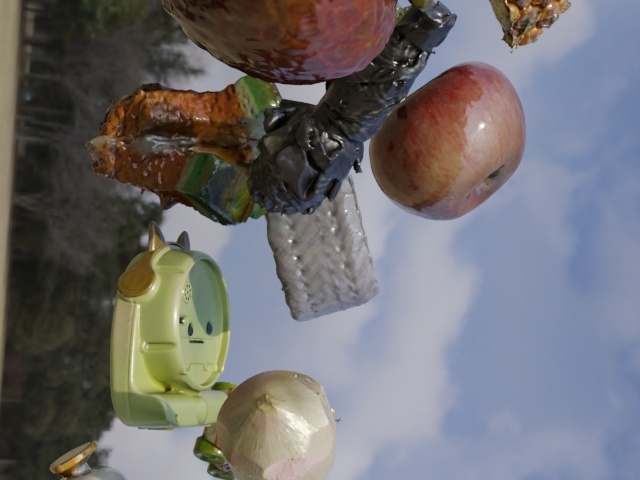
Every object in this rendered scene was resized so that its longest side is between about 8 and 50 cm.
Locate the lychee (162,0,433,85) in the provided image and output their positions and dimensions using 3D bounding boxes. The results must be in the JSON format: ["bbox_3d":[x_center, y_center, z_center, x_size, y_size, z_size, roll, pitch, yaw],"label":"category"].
[{"bbox_3d":[-0.012,-0.277,1.005,0.255,0.300,0.255,172,-90,-86],"label":"lychee"}]

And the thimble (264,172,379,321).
[{"bbox_3d":[0.000,0.000,1.707,0.217,0.157,0.245,9,66,-89],"label":"thimble"}]

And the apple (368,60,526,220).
[{"bbox_3d":[0.272,-0.195,2.126,0.269,0.345,0.345,56,-24,1],"label":"apple"}]

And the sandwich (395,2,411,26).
[{"bbox_3d":[0.092,-0.368,1.702,0.088,0.244,0.090,-26,-155,46],"label":"sandwich"}]

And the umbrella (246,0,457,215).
[{"bbox_3d":[0.020,-0.161,1.235,0.128,0.154,0.336,55,-44,19],"label":"umbrella"}]

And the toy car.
[{"bbox_3d":[-0.114,0.383,1.996,0.235,0.235,0.145,129,-22,-59],"label":"toy car"}]

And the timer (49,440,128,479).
[{"bbox_3d":[-0.369,0.459,1.567,0.240,0.233,0.233,59,-20,-4],"label":"timer"}]

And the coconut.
[{"bbox_3d":[-0.054,0.256,1.397,0.183,0.171,0.171,88,-6,-53],"label":"coconut"}]

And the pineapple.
[{"bbox_3d":[0.387,-0.556,1.846,0.286,0.209,0.344,74,1,-68],"label":"pineapple"}]

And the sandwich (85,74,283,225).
[{"bbox_3d":[-0.187,-0.118,1.499,0.250,0.301,0.162,111,-26,-44],"label":"sandwich"}]

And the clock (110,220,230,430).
[{"bbox_3d":[-0.247,0.146,1.778,0.286,0.117,0.348,20,69,-72],"label":"clock"}]
